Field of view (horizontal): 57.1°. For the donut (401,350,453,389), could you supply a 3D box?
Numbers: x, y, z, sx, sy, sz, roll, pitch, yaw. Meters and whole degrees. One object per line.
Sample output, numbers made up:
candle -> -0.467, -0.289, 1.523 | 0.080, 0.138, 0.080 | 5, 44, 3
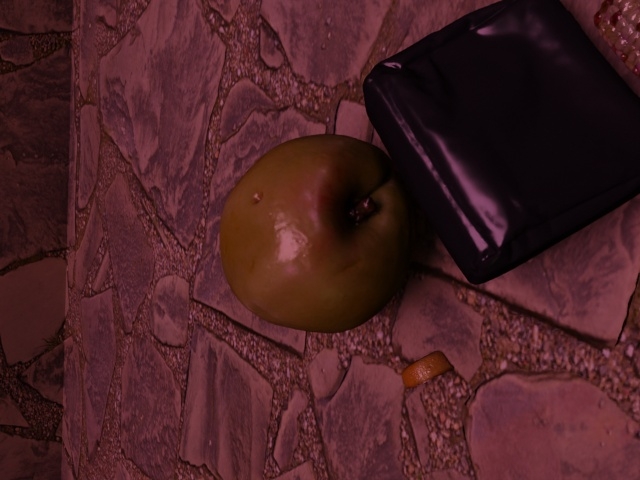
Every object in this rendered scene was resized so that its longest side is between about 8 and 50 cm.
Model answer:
donut -> 0.160, 0.205, 0.922 | 0.037, 0.067, 0.083 | 62, 165, 14

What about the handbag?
handbag -> 0.234, -0.128, 0.733 | 0.301, 0.275, 0.178 | 62, 177, 21

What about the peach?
peach -> -0.001, -0.001, 0.891 | 0.281, 0.314, 0.315 | 55, 135, 9

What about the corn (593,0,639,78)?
corn -> 0.384, -0.171, 0.602 | 0.092, 0.092, 0.280 | -52, 57, 36
